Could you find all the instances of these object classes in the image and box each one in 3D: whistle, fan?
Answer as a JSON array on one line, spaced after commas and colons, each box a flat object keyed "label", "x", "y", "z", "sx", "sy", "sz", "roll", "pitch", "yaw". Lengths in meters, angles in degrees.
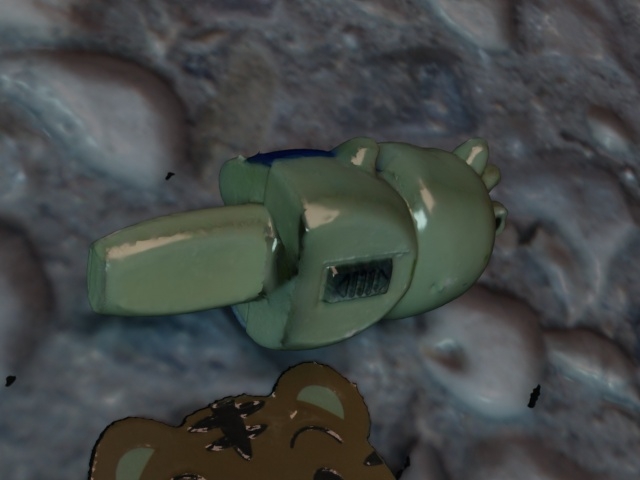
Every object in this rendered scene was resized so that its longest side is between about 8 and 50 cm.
[{"label": "whistle", "x": 0.000, "y": 0.000, "z": 0.527, "sx": 0.244, "sy": 0.110, "sz": 0.092, "roll": -9, "pitch": 33, "yaw": -31}, {"label": "fan", "x": -0.002, "y": 0.165, "z": 0.475, "sx": 0.152, "sy": 0.008, "sz": 0.227, "roll": -15, "pitch": 67, "yaw": -35}]
